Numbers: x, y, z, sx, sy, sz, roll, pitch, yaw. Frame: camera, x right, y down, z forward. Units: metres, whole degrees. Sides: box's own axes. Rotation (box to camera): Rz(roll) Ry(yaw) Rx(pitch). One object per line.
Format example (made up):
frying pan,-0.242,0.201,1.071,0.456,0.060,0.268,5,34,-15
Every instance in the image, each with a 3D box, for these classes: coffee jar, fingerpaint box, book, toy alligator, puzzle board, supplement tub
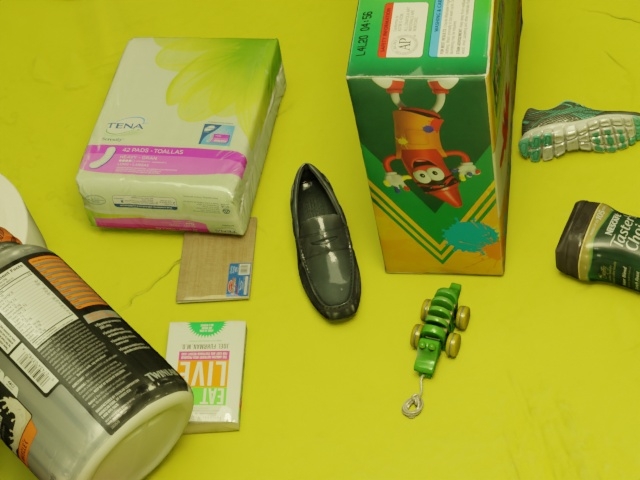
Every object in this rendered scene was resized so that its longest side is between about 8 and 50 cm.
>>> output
coffee jar,0.377,0.015,1.674,0.184,0.079,0.096,15,58,22
fingerpaint box,0.152,-0.240,1.724,0.163,0.371,0.445,1,55,12
book,-0.140,0.164,1.702,0.096,0.035,0.144,-2,52,5
toy alligator,0.133,0.118,1.664,0.056,0.051,0.190,12,57,20
puzzle board,-0.133,0.025,1.813,0.096,0.011,0.128,-3,54,8
supplement tub,-0.312,0.138,1.599,0.193,0.193,0.316,-41,69,-18

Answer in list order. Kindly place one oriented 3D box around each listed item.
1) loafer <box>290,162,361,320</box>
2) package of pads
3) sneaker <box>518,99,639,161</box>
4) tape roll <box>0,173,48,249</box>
loafer,0.000,0.000,1.761,0.076,0.078,0.223,-14,53,1
package of pads,-0.187,-0.146,1.890,0.229,0.101,0.296,3,52,14
sneaker,0.337,-0.155,1.820,0.166,0.065,0.076,-5,49,6
tape roll,-0.502,0.032,1.827,0.286,0.100,0.286,-6,54,8
